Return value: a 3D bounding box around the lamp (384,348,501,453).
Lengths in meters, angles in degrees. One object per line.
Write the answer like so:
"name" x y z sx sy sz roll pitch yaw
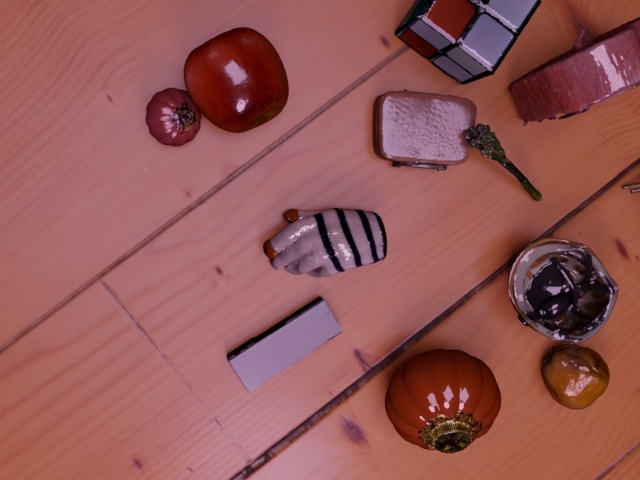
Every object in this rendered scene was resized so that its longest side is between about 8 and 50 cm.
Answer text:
"lamp" 0.234 0.306 1.540 0.223 0.196 0.223 -4 134 -4

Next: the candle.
"candle" 0.495 -0.327 1.524 0.317 0.287 0.131 -33 98 -49

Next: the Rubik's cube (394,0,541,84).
"Rubik's cube" 0.270 -0.416 1.499 0.180 0.183 0.167 34 88 -12

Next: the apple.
"apple" -0.151 -0.287 1.440 0.181 0.181 0.168 -28 90 -6

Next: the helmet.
"helmet" 0.465 0.099 1.596 0.224 0.130 0.198 38 84 0

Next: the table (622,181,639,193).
"table" 0.708 -0.039 1.635 0.111 0.121 0.240 -21 97 11

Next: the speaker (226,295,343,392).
"speaker" -0.070 0.199 1.559 0.218 0.044 0.082 -33 98 -6

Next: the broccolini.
"broccolini" 0.368 -0.150 1.570 0.051 0.054 0.239 -38 125 26

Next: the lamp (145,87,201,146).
"lamp" -0.269 -0.226 1.470 0.108 0.092 0.107 -8 101 -44

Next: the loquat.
"loquat" 0.516 0.275 1.632 0.137 0.113 0.137 4 106 13

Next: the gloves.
"gloves" 0.005 0.004 1.517 0.219 0.131 0.140 -8 93 -18

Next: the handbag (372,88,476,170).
"handbag" 0.197 -0.212 1.558 0.194 0.072 0.151 6 94 -11
